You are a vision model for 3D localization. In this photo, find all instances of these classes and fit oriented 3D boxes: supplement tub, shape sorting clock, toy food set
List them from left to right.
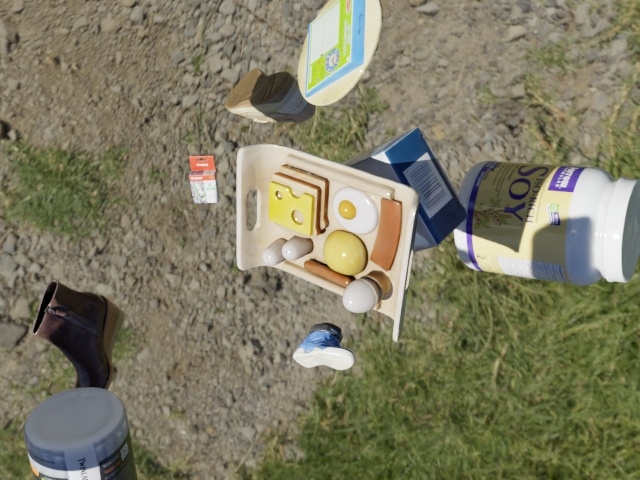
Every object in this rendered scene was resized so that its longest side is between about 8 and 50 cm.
[{"bbox_3d":[-0.470,0.471,1.469,0.194,0.193,0.315,-2,118,-3],"label":"supplement tub"},{"bbox_3d":[0.000,0.000,1.073,0.306,0.092,0.219,21,125,28],"label":"toy food set"},{"bbox_3d":[0.030,-0.317,1.190,0.040,0.206,0.206,16,116,-32],"label":"shape sorting clock"},{"bbox_3d":[0.468,-0.037,1.498,0.332,0.241,0.240,8,124,34],"label":"supplement tub"}]

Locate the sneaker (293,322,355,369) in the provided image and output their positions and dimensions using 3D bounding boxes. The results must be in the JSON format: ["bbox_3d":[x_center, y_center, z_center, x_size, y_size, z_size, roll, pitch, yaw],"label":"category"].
[{"bbox_3d":[0.019,0.183,1.308,0.058,0.084,0.152,43,150,-21],"label":"sneaker"}]

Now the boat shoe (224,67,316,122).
[{"bbox_3d":[-0.123,-0.320,1.698,0.110,0.341,0.121,36,86,-28],"label":"boat shoe"}]

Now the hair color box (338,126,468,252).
[{"bbox_3d":[0.064,-0.051,1.261,0.347,0.105,0.173,-19,106,50],"label":"hair color box"}]

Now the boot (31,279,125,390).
[{"bbox_3d":[-0.525,0.223,1.530,0.090,0.248,0.207,2,161,33],"label":"boot"}]

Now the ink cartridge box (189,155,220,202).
[{"bbox_3d":[-0.282,-0.146,1.762,0.063,0.029,0.115,-1,122,4],"label":"ink cartridge box"}]
